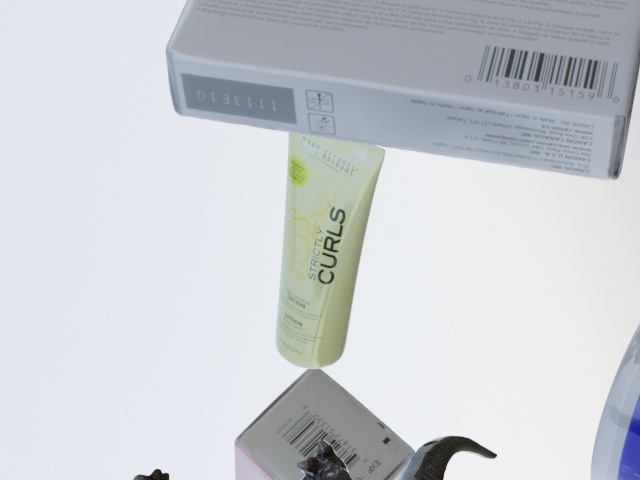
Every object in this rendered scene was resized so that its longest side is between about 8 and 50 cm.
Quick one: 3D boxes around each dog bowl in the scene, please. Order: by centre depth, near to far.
[{"bbox_3d":[0.364,0.150,1.537,0.265,0.104,0.264,-41,-37,-41],"label":"dog bowl"}]

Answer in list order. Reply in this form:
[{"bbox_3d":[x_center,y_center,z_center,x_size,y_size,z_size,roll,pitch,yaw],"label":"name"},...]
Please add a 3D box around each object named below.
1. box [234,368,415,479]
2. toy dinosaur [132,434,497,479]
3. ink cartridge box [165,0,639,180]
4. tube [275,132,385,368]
[{"bbox_3d":[0.000,0.265,1.739,0.149,0.127,0.232,39,156,19],"label":"box"},{"bbox_3d":[-0.016,0.197,0.926,0.160,0.314,0.121,43,129,46],"label":"toy dinosaur"},{"bbox_3d":[0.068,-0.161,1.011,0.060,0.275,0.239,86,-163,-49],"label":"ink cartridge box"},{"bbox_3d":[0.000,0.000,1.286,0.062,0.070,0.240,-93,8,-48],"label":"tube"}]
